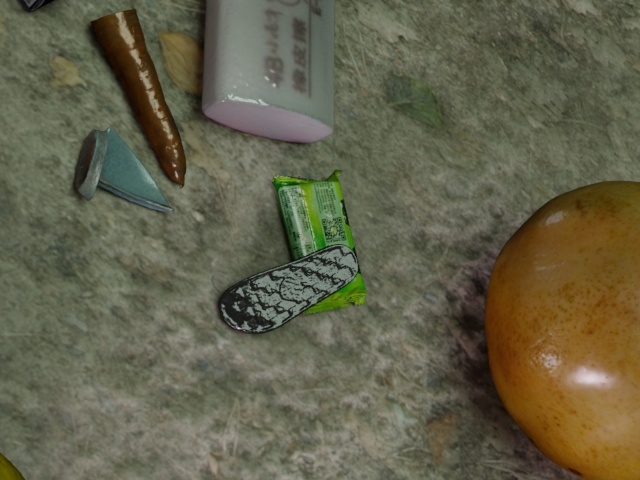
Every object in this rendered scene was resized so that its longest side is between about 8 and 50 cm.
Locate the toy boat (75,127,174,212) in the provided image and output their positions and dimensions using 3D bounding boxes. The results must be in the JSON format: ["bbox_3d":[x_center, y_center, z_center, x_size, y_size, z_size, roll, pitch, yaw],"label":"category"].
[{"bbox_3d":[-0.225,-0.074,1.599,0.122,0.034,0.096,25,63,-34],"label":"toy boat"}]

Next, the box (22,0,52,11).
[{"bbox_3d":[-0.339,-0.413,1.598,0.168,0.071,0.259,-38,96,-35],"label":"box"}]

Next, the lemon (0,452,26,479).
[{"bbox_3d":[-0.374,0.286,1.266,0.254,0.228,0.228,-19,87,-33],"label":"lemon"}]

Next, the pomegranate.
[{"bbox_3d":[0.422,0.115,1.741,0.417,0.417,0.416,10,70,-30],"label":"pomegranate"}]

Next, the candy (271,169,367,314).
[{"bbox_3d":[-0.001,0.000,1.714,0.102,0.032,0.178,-9,82,-31],"label":"candy"}]

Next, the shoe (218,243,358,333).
[{"bbox_3d":[-0.039,0.060,1.657,0.179,0.049,0.071,-26,92,-12],"label":"shoe"}]

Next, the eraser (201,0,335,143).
[{"bbox_3d":[-0.063,-0.271,1.721,0.174,0.095,0.270,13,70,-32],"label":"eraser"}]

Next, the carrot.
[{"bbox_3d":[-0.205,-0.167,1.624,0.057,0.057,0.224,-24,93,-36],"label":"carrot"}]
